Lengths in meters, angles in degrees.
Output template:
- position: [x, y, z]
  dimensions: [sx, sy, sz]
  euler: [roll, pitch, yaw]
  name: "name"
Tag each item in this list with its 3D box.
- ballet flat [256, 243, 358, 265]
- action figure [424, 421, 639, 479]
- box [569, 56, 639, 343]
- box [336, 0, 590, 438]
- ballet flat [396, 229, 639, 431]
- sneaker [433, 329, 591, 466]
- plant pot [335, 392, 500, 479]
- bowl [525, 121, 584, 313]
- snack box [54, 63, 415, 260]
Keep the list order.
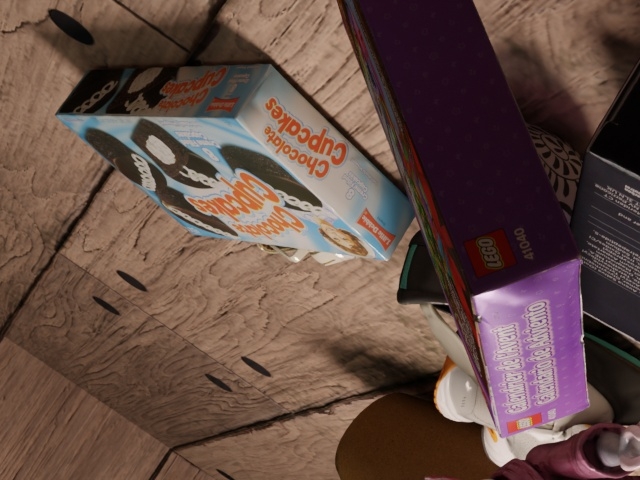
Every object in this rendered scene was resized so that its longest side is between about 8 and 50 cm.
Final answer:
- position: [0.000, 0.000, 1.500]
  dimensions: [0.057, 0.052, 0.168]
  euler: [42, 161, -28]
  name: "ballet flat"
- position: [0.252, 0.233, 1.405]
  dimensions: [0.370, 0.248, 0.275]
  euler: [16, -166, -15]
  name: "action figure"
- position: [0.204, -0.038, 0.836]
  dimensions: [0.108, 0.153, 0.207]
  euler: [29, 163, 13]
  name: "box"
- position: [0.064, -0.063, 0.888]
  dimensions: [0.201, 0.057, 0.293]
  euler: [68, -177, -63]
  name: "box"
- position: [0.170, 0.094, 1.374]
  dimensions: [0.280, 0.096, 0.095]
  euler: [37, 162, -13]
  name: "ballet flat"
- position: [0.194, 0.146, 1.515]
  dimensions: [0.121, 0.099, 0.262]
  euler: [14, 164, 30]
  name: "sneaker"
- position: [0.140, 0.280, 1.798]
  dimensions: [0.254, 0.237, 0.237]
  euler: [40, 170, 35]
  name: "plant pot"
- position: [0.146, -0.007, 1.110]
  dimensions: [0.080, 0.170, 0.170]
  euler: [-8, 173, -17]
  name: "bowl"
- position: [-0.079, -0.069, 1.436]
  dimensions: [0.187, 0.060, 0.322]
  euler: [42, 161, -29]
  name: "snack box"
